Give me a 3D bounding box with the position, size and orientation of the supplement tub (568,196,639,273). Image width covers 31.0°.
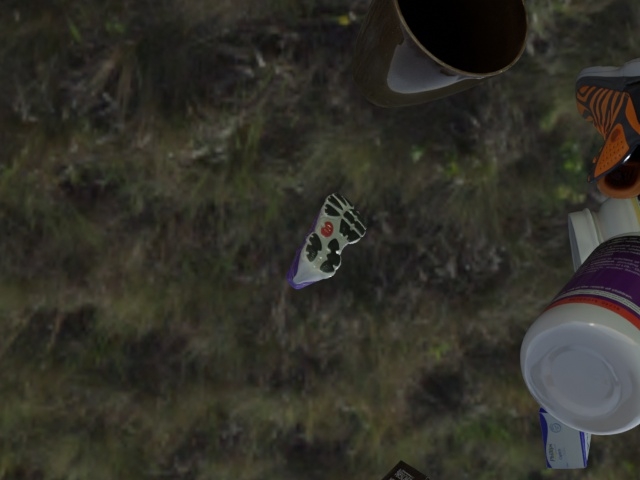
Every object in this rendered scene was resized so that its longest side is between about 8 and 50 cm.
[{"bbox_3d":[0.581,0.027,1.853,0.331,0.241,0.241,-9,148,8],"label":"supplement tub"}]

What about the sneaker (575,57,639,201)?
[{"bbox_3d":[0.417,-0.149,1.635,0.125,0.180,0.321,17,179,-2],"label":"sneaker"}]

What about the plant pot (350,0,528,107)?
[{"bbox_3d":[0.140,-0.284,1.645,0.215,0.215,0.230,13,157,-23],"label":"plant pot"}]

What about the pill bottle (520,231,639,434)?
[{"bbox_3d":[0.406,0.105,1.540,0.181,0.323,0.181,18,124,27],"label":"pill bottle"}]

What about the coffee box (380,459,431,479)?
[{"bbox_3d":[0.101,0.502,1.948,0.098,0.246,0.141,49,169,-12],"label":"coffee box"}]

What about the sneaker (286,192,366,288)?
[{"bbox_3d":[0.000,0.000,1.476,0.068,0.170,0.071,48,130,-8],"label":"sneaker"}]

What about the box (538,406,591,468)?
[{"bbox_3d":[0.437,0.313,2.046,0.072,0.137,0.126,-2,119,21],"label":"box"}]
